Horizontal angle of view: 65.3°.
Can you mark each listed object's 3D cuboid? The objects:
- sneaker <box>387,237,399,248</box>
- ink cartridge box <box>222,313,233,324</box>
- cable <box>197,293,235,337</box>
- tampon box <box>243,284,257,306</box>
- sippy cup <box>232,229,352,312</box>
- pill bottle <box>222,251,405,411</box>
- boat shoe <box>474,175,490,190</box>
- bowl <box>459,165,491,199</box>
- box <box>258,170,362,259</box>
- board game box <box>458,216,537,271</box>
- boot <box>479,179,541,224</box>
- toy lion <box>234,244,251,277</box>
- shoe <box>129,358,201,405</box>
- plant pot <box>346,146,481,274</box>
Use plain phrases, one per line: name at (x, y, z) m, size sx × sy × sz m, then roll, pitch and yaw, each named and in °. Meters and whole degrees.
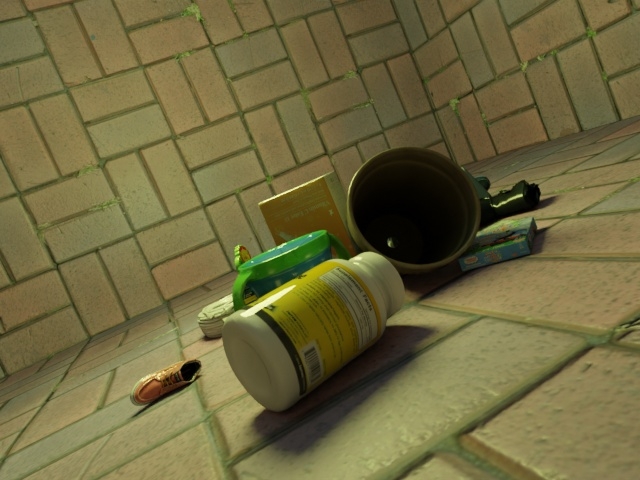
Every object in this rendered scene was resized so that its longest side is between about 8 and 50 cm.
sneaker at (0.184, 0.019, 1.716) m, size 0.178 × 0.124 × 0.295 m, roll -33°, pitch 16°, yaw 14°
ink cartridge box at (-0.189, 0.230, 1.530) m, size 0.209 × 0.062 × 0.109 m, roll -25°, pitch 6°, yaw -15°
cable at (-0.295, 0.241, 1.719) m, size 0.257 × 0.089 × 0.257 m, roll -26°, pitch 7°, yaw -34°
tampon box at (-0.149, 0.175, 1.388) m, size 0.120 × 0.161 × 0.101 m, roll -26°, pitch 6°, yaw -9°
sippy cup at (-0.048, 0.120, 1.195) m, size 0.305 × 0.224 × 0.240 m, roll -24°, pitch 7°, yaw -3°
pill bottle at (0.001, 0.150, 0.936) m, size 0.334 × 0.188 × 0.188 m, roll -27°, pitch 7°, yaw -36°
boat shoe at (0.568, -0.158, 1.998) m, size 0.258 × 0.109 × 0.089 m, roll -39°, pitch 9°, yaw 16°
bowl at (0.439, -0.163, 1.814) m, size 0.311 × 0.163 × 0.311 m, roll -28°, pitch 17°, yaw 10°
box at (0.000, 0.000, 1.474) m, size 0.215 × 0.345 × 0.168 m, roll -22°, pitch 6°, yaw 17°
board game box at (0.441, 0.006, 1.233) m, size 0.160 × 0.039 × 0.211 m, roll -20°, pitch 6°, yaw 31°
boot at (0.550, -0.110, 1.558) m, size 0.246 × 0.094 × 0.207 m, roll -21°, pitch -1°, yaw -40°
toy lion at (-0.216, 0.061, 1.406) m, size 0.034 × 0.096 × 0.100 m, roll -23°, pitch 7°, yaw 15°
shoe at (-0.379, 0.345, 1.237) m, size 0.081 × 0.064 × 0.178 m, roll -25°, pitch -1°, yaw 38°
plant pot at (0.215, -0.037, 1.316) m, size 0.323 × 0.323 × 0.280 m, roll -25°, pitch -17°, yaw -13°
